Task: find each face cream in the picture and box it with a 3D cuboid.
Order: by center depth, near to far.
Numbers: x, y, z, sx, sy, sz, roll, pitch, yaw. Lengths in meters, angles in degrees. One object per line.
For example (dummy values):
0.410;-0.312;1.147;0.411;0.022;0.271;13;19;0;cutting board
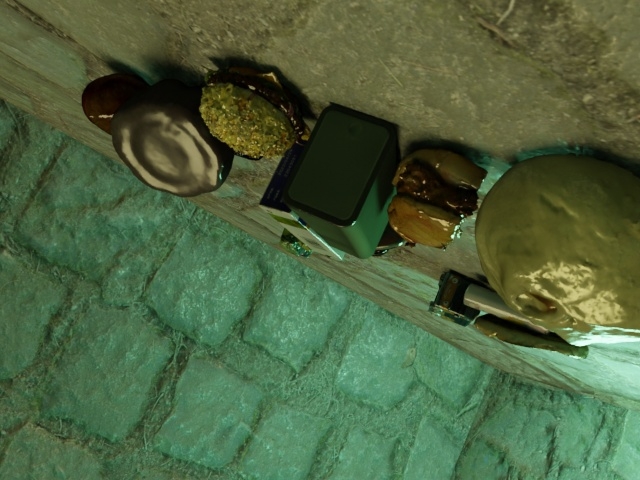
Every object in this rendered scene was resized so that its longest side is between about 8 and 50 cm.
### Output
0.584;0.213;1.725;0.269;0.073;0.107;21;178;28;face cream

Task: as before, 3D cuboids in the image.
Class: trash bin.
0.064;-0.105;1.205;0.158;0.223;0.343;23;172;15;trash bin

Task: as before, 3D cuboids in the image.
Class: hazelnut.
-0.530;-0.367;1.491;0.203;0.178;0.178;0;175;-14;hazelnut

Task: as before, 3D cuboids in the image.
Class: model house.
0.000;0.000;1.980;0.211;0.170;0.194;20;166;25;model house

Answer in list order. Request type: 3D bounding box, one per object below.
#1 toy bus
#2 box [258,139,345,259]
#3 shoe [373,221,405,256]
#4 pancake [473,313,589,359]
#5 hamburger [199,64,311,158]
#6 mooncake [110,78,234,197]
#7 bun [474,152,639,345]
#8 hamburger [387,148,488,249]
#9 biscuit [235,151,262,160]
0.480;0.214;1.962;0.167;0.139;0.275;22;170;15;toy bus
-0.002;-0.101;1.402;0.106;0.200;0.299;18;167;32;box
0.167;-0.003;1.709;0.137;0.114;0.291;38;167;-29;shoe
0.671;0.297;1.795;0.355;0.065;0.356;9;-174;-1;pancake
-0.144;-0.255;1.166;0.243;0.139;0.261;17;165;36;hamburger
-0.351;-0.253;1.367;0.305;0.154;0.306;11;137;11;mooncake
0.409;0.043;0.926;0.364;0.202;0.364;39;162;15;bun
0.218;-0.082;1.107;0.282;0.155;0.245;22;166;49;hamburger
-0.234;-0.279;1.496;0.194;0.053;0.194;24;169;5;biscuit
